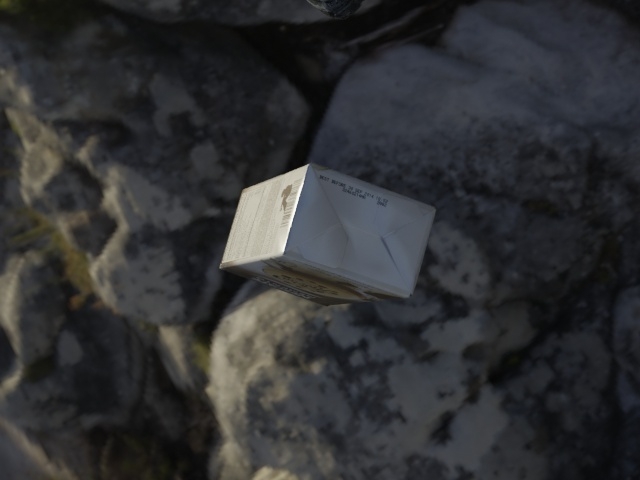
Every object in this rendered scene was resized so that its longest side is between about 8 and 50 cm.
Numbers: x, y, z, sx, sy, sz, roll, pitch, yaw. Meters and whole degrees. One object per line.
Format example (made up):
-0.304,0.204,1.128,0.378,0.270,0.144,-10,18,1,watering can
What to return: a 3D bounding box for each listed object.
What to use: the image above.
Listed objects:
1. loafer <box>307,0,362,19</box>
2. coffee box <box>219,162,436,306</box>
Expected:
-0.037,-0.320,1.398,0.076,0.078,0.223,-48,63,13,loafer
0.000,0.000,1.647,0.297,0.168,0.119,166,121,-72,coffee box
